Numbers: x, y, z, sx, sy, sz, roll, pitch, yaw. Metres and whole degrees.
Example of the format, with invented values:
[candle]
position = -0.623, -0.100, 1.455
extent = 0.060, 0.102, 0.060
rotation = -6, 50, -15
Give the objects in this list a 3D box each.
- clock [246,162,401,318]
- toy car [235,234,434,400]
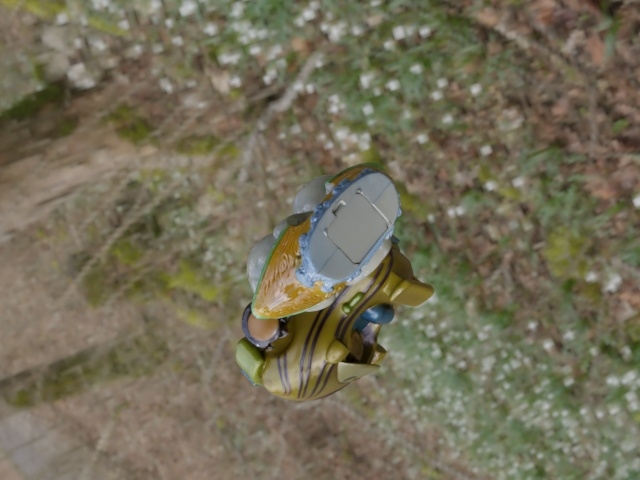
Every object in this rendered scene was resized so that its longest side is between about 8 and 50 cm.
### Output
[clock]
position = 0.000, 0.000, 1.474
extent = 0.103, 0.231, 0.144
rotation = 48, 153, -13
[toy car]
position = 0.022, 0.101, 1.619
extent = 0.142, 0.200, 0.248
rotation = 44, 103, 23
